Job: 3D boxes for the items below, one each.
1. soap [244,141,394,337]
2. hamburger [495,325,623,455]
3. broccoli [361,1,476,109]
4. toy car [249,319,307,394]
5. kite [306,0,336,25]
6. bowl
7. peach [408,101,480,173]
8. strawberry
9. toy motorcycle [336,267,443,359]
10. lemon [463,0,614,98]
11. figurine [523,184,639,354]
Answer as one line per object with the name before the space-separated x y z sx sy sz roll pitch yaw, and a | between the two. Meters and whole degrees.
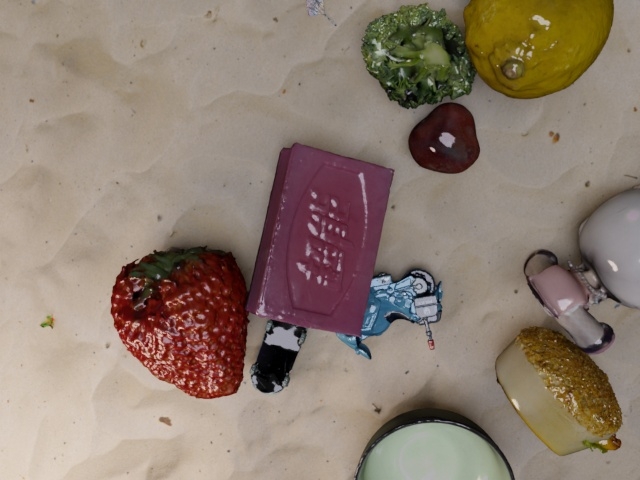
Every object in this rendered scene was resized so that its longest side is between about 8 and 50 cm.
soap | 0.000 0.000 1.455 0.233 0.128 0.359 13 84 -16
hamburger | 0.510 0.312 1.497 0.179 0.276 0.294 -39 112 18
broccoli | 0.200 -0.361 1.408 0.226 0.176 0.198 42 99 8
toy car | -0.098 0.260 1.622 0.096 0.056 0.204 20 106 -2
kite | -0.003 -0.475 1.478 0.044 0.002 0.078 -26 100 8
bowl | 0.249 0.526 1.598 0.354 0.185 0.353 1 103 3
peach | 0.256 -0.212 1.452 0.152 0.152 0.151 1 103 3
strawberry | -0.284 0.185 1.524 0.312 0.267 0.351 -8 113 27
toy motorcycle | 0.142 0.164 1.558 0.272 0.123 0.181 -11 92 6
lemon | 0.402 -0.403 1.321 0.286 0.285 0.316 27 83 -3
figurine | 0.610 0.052 1.440 0.361 0.211 0.253 -34 73 8
